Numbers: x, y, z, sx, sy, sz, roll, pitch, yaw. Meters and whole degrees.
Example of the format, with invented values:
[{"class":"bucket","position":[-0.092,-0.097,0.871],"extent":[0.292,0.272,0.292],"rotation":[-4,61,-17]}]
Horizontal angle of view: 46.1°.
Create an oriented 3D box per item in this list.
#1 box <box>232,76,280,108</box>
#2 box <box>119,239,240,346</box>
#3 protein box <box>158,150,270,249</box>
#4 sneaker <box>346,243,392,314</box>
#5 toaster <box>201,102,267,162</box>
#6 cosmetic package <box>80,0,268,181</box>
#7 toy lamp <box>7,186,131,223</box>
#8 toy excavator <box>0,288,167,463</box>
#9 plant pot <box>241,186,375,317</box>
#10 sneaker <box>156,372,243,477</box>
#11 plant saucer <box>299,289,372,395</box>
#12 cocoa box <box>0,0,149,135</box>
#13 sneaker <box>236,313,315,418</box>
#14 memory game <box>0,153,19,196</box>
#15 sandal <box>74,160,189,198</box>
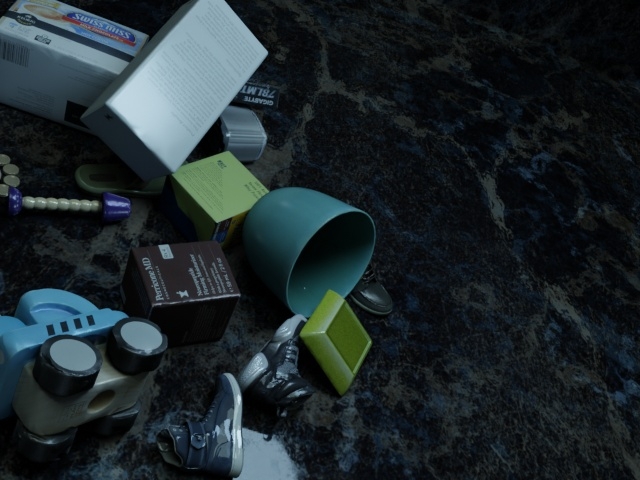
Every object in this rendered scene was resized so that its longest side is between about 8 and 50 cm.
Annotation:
[{"class":"box","position":[-0.305,-0.460,2.215],"extent":[0.296,0.073,0.293],"rotation":[4,15,-26]},{"class":"box","position":[-0.312,0.120,1.654],"extent":[0.203,0.167,0.168],"rotation":[-5,51,-32]},{"class":"protein box","position":[-0.265,-0.095,1.918],"extent":[0.200,0.136,0.201],"rotation":[45,45,19]},{"class":"sneaker","position":[0.114,0.089,1.946],"extent":[0.222,0.118,0.083],"rotation":[43,44,17]},{"class":"toaster","position":[-0.252,-0.305,2.143],"extent":[0.147,0.129,0.227],"rotation":[-4,48,-34]},{"class":"cosmetic package","position":[-0.355,-0.392,1.884],"extent":[0.230,0.162,0.453],"rotation":[48,58,-26]},{"class":"toy lamp","position":[-0.592,-0.081,1.780],"extent":[0.275,0.080,0.080],"rotation":[1,48,-23]},{"class":"toy excavator","position":[-0.580,0.181,1.395],"extent":[0.445,0.222,0.433],"rotation":[41,30,28]},{"class":"plant pot","position":[-0.052,0.004,1.834],"extent":[0.293,0.293,0.235],"rotation":[-22,44,-41]},{"class":"sneaker","position":[-0.243,0.360,1.511],"extent":[0.164,0.086,0.226],"rotation":[11,45,-22]},{"class":"plant saucer","position":[0.051,0.231,1.751],"extent":[0.188,0.045,0.188],"rotation":[58,36,-16]},{"class":"cocoa box","position":[-0.668,-0.465,2.003],"extent":[0.347,0.231,0.228],"rotation":[19,42,-10]},{"class":"sneaker","position":[-0.070,0.285,1.677],"extent":[0.153,0.101,0.268],"rotation":[41,40,3]},{"class":"memory game","position":[-0.812,-0.158,1.786],"extent":[0.186,0.012,0.186],"rotation":[15,42,-14]},{"class":"sandal","position":[-0.470,-0.172,1.924],"extent":[0.303,0.086,0.120],"rotation":[-8,53,-34]}]
